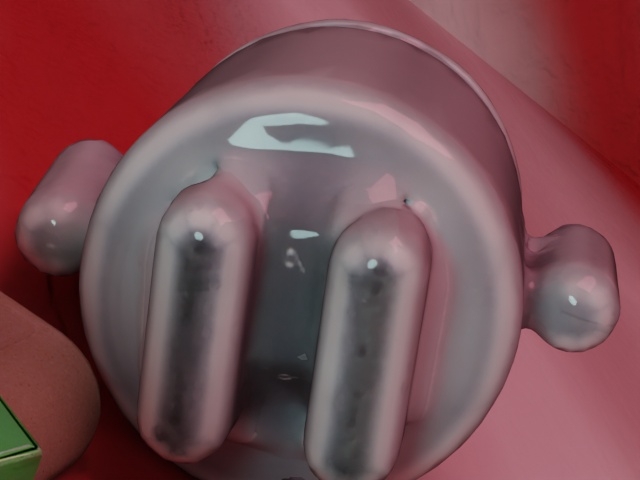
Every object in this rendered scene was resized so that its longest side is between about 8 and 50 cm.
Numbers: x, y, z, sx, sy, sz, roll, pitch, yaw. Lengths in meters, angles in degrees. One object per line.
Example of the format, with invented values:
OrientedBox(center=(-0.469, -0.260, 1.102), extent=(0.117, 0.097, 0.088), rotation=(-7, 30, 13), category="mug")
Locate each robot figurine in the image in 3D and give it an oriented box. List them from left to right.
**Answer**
OrientedBox(center=(0.000, 0.000, 0.812), extent=(0.299, 0.200, 0.353), rotation=(13, 17, 4), category="robot figurine")

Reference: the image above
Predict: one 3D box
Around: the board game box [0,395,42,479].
OrientedBox(center=(-0.249, 0.024, 0.350), extent=(0.317, 0.046, 0.213), rotation=(-12, 50, -45), category="board game box")

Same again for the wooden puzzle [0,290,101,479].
OrientedBox(center=(-0.256, -0.018, 0.569), extent=(0.348, 0.080, 0.322), rotation=(38, 16, 8), category="wooden puzzle")

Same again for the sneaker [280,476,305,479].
OrientedBox(center=(0.062, 0.205, 0.590), extent=(0.283, 0.110, 0.122), rotation=(46, 1, 24), category="sneaker")
